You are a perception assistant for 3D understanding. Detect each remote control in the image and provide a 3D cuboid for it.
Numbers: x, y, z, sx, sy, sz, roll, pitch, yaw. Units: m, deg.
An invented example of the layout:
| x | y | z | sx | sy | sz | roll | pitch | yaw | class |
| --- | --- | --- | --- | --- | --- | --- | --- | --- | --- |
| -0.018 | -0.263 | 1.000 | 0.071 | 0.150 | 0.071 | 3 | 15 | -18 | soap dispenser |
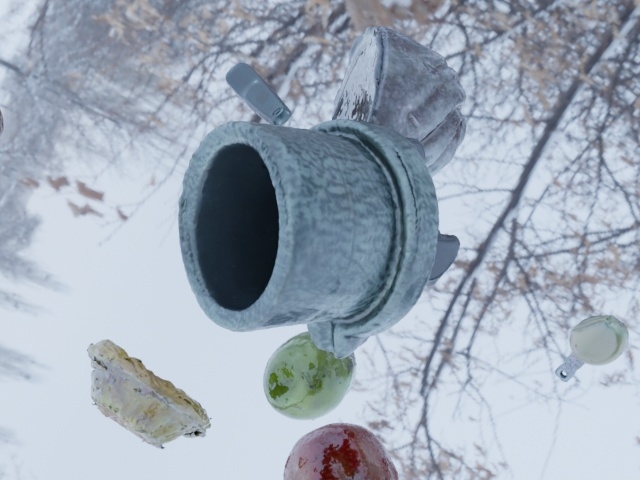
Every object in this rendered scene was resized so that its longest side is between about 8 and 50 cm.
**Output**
| x | y | z | sx | sy | sz | roll | pitch | yaw | class |
| --- | --- | --- | --- | --- | --- | --- | --- | --- | --- |
| -0.147 | -0.344 | 1.900 | 0.072 | 0.042 | 0.222 | -41 | -120 | -2 | remote control |

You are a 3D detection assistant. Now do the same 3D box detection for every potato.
| x | y | z | sx | sy | sz | roll | pitch | yaw | class |
| --- | --- | --- | --- | --- | --- | --- | --- | --- | --- |
| -0.022 | 0.320 | 1.956 | 0.215 | 0.216 | 0.304 | -54 | 175 | 24 | potato |

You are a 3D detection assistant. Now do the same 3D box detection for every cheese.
| x | y | z | sx | sy | sz | roll | pitch | yaw | class |
| --- | --- | --- | --- | --- | --- | --- | --- | --- | --- |
| 0.507 | 0.203 | 1.540 | 0.171 | 0.092 | 0.048 | -36 | 170 | 37 | cheese |

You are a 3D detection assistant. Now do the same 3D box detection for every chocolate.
| x | y | z | sx | sy | sz | roll | pitch | yaw | class |
| --- | --- | --- | --- | --- | --- | --- | --- | --- | --- |
| 0.145 | -0.206 | 1.406 | 0.303 | 0.213 | 0.303 | -169 | -90 | -77 | chocolate |

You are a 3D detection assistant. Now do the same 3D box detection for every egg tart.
| x | y | z | sx | sy | sz | roll | pitch | yaw | class |
| --- | --- | --- | --- | --- | --- | --- | --- | --- | --- |
| -0.407 | 0.364 | 1.836 | 0.150 | 0.352 | 0.352 | -57 | -162 | -19 | egg tart |

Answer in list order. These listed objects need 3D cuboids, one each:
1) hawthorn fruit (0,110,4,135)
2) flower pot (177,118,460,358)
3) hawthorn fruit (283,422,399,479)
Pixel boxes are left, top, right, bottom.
| x | y | z | sx | sy | sz | roll | pitch | yaw | class |
| --- | --- | --- | --- | --- | --- | --- | --- | --- | --- |
| -0.493 | -0.174 | 1.151 | 0.081 | 0.093 | 0.081 | -22 | -130 | 29 | hawthorn fruit |
| 0.000 | 0.000 | 0.985 | 0.299 | 0.283 | 0.298 | 5 | -84 | 51 | flower pot |
| 0.021 | 0.338 | 1.143 | 0.169 | 0.169 | 0.188 | -58 | -145 | 16 | hawthorn fruit |
